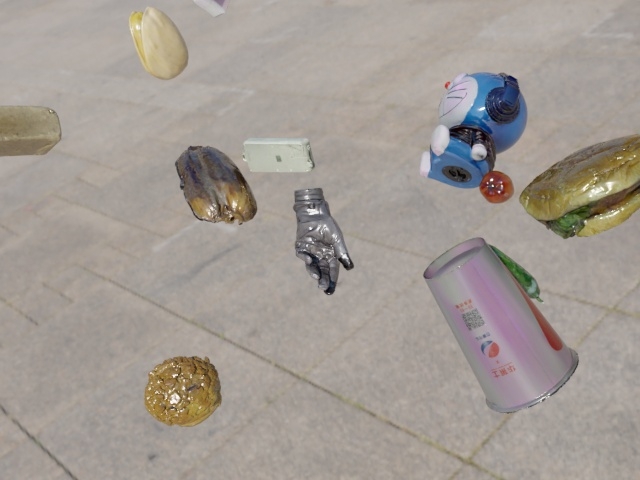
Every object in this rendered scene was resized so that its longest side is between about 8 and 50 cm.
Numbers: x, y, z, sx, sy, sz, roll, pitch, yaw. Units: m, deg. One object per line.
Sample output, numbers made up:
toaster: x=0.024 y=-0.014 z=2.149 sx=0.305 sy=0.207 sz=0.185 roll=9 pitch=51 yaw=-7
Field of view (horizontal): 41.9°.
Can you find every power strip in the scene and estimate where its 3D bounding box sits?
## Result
power strip: x=-0.099 y=-0.199 z=1.960 sx=0.192 sy=0.081 sz=0.035 roll=3 pitch=30 yaw=32

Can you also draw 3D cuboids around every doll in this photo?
doll: x=0.401 y=-0.295 z=2.155 sx=0.310 sy=0.240 sz=0.284 roll=-67 pitch=12 yaw=-22

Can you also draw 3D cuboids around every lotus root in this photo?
lotus root: x=-0.242 y=-0.153 z=1.931 sx=0.167 sy=0.078 sz=0.329 roll=-2 pitch=34 yaw=-26

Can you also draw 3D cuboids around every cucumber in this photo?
cucumber: x=0.423 y=0.068 z=1.873 sx=0.056 sy=0.250 sz=0.056 roll=-44 pitch=25 yaw=26

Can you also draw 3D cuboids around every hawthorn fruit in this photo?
hawthorn fruit: x=0.428 y=-0.127 z=2.003 sx=0.081 sy=0.081 sz=0.093 roll=6 pitch=3 yaw=37

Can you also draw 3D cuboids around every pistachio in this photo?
pistachio: x=-0.405 y=-0.491 z=2.103 sx=0.117 sy=0.200 sz=0.145 roll=-1 pitch=56 yaw=16

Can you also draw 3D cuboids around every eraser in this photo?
eraser: x=-0.192 y=-0.466 z=1.528 sx=0.026 sy=0.065 sz=0.105 roll=-13 pitch=58 yaw=47

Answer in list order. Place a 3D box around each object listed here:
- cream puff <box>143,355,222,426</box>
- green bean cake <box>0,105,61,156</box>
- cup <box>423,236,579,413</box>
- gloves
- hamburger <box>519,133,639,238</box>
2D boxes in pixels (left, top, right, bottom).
cream puff: x=-0.254 y=0.273 z=1.528 sx=0.144 sy=0.103 sz=0.126 roll=-20 pitch=60 yaw=-4
green bean cake: x=-0.660 y=-0.234 z=1.794 sx=0.179 sy=0.085 sz=0.109 roll=-8 pitch=-12 yaw=-35
cup: x=0.325 y=0.148 z=1.563 sx=0.203 sy=0.288 sz=0.203 roll=-33 pitch=11 yaw=7
gloves: x=0.001 y=-0.002 z=2.069 sx=0.142 sy=0.119 sz=0.285 roll=-11 pitch=69 yaw=9
hamburger: x=0.529 y=-0.114 z=1.624 sx=0.265 sy=0.134 sz=0.285 roll=-41 pitch=14 yaw=-21
